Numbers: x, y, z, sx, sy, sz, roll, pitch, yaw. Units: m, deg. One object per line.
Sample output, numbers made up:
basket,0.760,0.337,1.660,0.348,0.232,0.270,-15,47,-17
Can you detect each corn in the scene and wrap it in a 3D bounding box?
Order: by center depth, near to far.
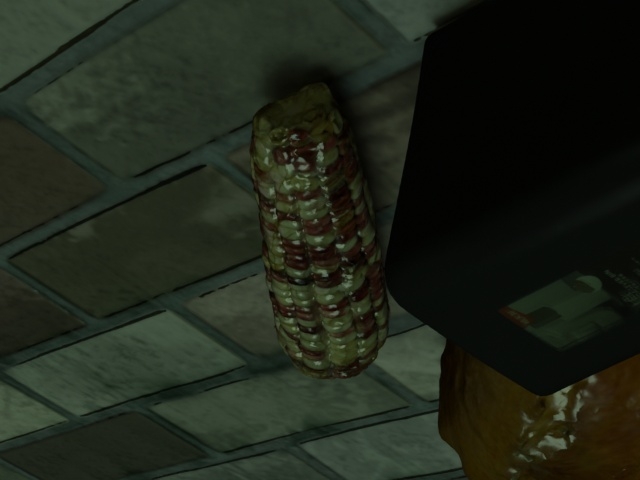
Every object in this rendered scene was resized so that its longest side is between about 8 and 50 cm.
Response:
corn,0.000,0.000,0.741,0.079,0.079,0.237,6,141,12

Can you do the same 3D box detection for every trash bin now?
trash bin,0.152,-0.055,0.527,0.115,0.165,0.225,35,138,-27

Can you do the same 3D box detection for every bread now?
bread,0.142,0.081,0.749,0.129,0.134,0.260,12,146,0
